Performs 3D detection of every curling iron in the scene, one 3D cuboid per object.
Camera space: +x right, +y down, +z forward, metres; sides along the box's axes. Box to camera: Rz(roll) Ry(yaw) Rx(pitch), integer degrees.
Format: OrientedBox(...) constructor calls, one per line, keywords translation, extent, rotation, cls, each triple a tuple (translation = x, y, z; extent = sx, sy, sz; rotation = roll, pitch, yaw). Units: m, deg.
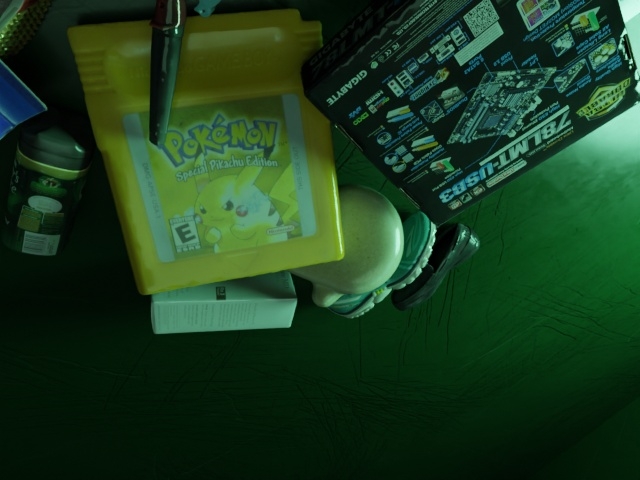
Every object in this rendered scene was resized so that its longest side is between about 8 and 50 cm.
OrientedBox(translation=(-0.144, -0.216, 0.409), extent=(0.035, 0.068, 0.273), rotation=(-7, 136, -42), cls="curling iron")

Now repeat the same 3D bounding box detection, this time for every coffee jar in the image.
OrientedBox(translation=(-0.349, -0.074, 0.538), extent=(0.079, 0.096, 0.184), rotation=(15, 123, -32), cls="coffee jar")

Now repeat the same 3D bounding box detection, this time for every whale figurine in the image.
OrientedBox(translation=(0.000, 0.000, 0.701), extent=(0.272, 0.141, 0.216), rotation=(-6, 94, 11), cls="whale figurine")

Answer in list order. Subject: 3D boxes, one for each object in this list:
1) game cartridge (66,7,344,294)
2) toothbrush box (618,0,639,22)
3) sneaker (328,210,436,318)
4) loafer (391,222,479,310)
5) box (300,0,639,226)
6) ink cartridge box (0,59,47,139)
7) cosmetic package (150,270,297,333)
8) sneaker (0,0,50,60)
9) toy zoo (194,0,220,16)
OrientedBox(translation=(-0.123, -0.106, 0.533), extent=(0.286, 0.052, 0.323), rotation=(-10, 110, -9), cls="game cartridge")
OrientedBox(translation=(0.267, -0.364, 0.466), extent=(0.206, 0.122, 0.283), rotation=(-36, 132, 16), cls="toothbrush box")
OrientedBox(translation=(0.101, 0.046, 0.788), extent=(0.110, 0.107, 0.275), rotation=(33, 114, -26), cls="sneaker")
OrientedBox(translation=(0.218, 0.052, 0.849), extent=(0.078, 0.076, 0.223), rotation=(31, 111, -30), cls="loafer")
OrientedBox(translation=(0.181, -0.182, 0.490), extent=(0.296, 0.073, 0.293), rotation=(-35, 132, 26), cls="box")
OrientedBox(translation=(-0.480, -0.127, 0.428), extent=(0.333, 0.065, 0.165), rotation=(-19, 133, 15), cls="ink cartridge box")
OrientedBox(translation=(-0.166, 0.088, 0.725), extent=(0.231, 0.117, 0.085), rotation=(-1, 130, -18), cls="cosmetic package")
OrientedBox(translation=(-0.322, -0.260, 0.412), extent=(0.084, 0.069, 0.185), rotation=(40, 110, -22), cls="sneaker")
OrientedBox(translation=(-0.144, -0.354, 0.360), extent=(0.193, 0.030, 0.293), rotation=(-5, 129, 6), cls="toy zoo")
